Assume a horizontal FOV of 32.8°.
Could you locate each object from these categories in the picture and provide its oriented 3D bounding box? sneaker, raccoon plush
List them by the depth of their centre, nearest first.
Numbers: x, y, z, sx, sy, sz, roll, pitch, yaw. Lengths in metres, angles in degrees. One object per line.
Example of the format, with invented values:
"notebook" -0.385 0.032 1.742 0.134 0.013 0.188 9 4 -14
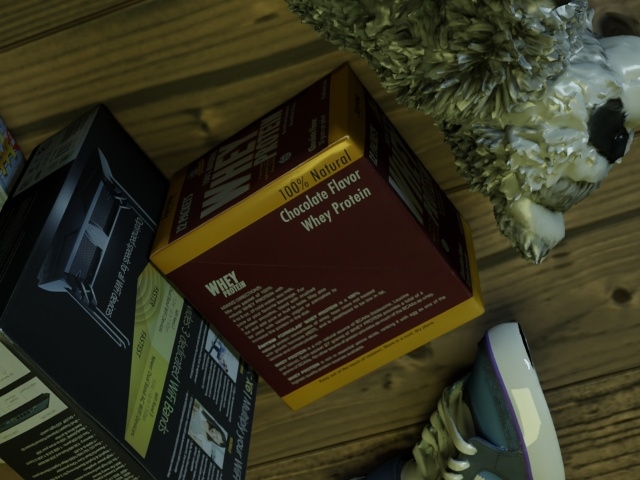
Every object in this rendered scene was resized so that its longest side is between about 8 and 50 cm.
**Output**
"raccoon plush" 0.038 -0.167 0.798 0.447 0.216 0.299 18 139 20
"sneaker" 0.106 0.230 1.041 0.236 0.130 0.322 -12 128 4

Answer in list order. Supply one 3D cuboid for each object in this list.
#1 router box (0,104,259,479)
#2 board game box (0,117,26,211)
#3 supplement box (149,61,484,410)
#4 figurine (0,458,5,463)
"router box" -0.151 0.070 0.839 0.081 0.309 0.243 -29 117 20
"board game box" -0.294 -0.009 0.941 0.194 0.060 0.194 33 119 -18
"supplement box" 0.000 0.000 0.895 0.191 0.129 0.194 -30 118 20
"figurine" -0.323 0.171 1.019 0.210 0.092 0.215 3 148 -5
